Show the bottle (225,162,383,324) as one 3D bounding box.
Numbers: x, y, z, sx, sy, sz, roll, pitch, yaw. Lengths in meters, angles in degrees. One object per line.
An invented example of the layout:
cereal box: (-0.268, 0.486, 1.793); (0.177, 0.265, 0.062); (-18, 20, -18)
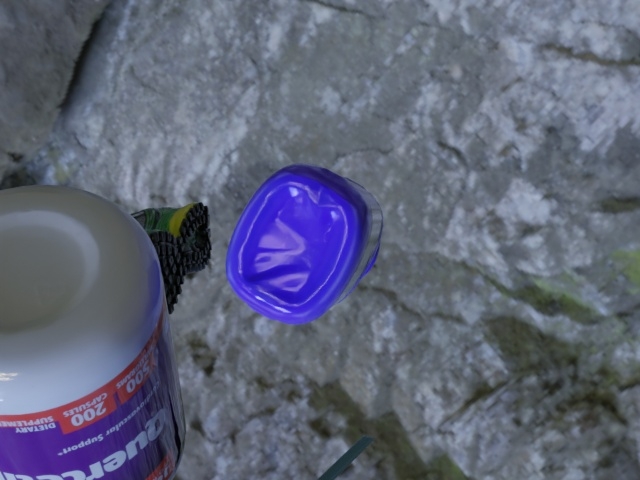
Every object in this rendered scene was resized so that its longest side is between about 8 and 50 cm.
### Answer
bottle: (0.000, 0.000, 0.756); (0.118, 0.092, 0.283); (-62, 173, 6)

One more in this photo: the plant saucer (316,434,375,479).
plant saucer: (0.012, 0.315, 1.191); (0.067, 0.018, 0.192); (-49, 167, 26)

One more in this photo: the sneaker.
sneaker: (-0.277, 0.038, 1.324); (0.146, 0.134, 0.343); (-2, -165, 13)

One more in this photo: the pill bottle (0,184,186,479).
pill bottle: (-0.203, 0.119, 0.711); (0.181, 0.181, 0.323); (-28, 147, -22)
